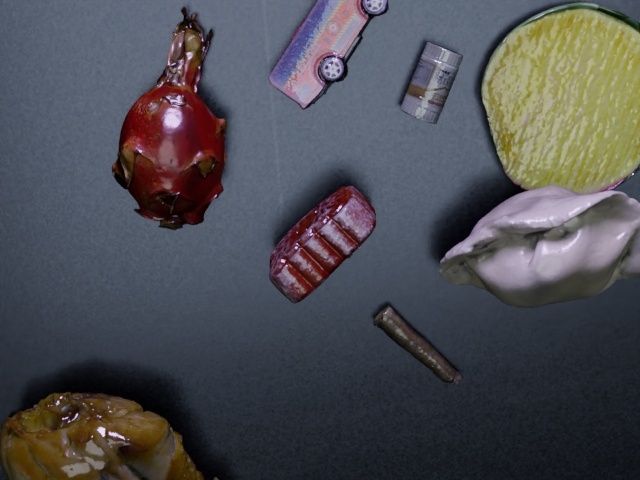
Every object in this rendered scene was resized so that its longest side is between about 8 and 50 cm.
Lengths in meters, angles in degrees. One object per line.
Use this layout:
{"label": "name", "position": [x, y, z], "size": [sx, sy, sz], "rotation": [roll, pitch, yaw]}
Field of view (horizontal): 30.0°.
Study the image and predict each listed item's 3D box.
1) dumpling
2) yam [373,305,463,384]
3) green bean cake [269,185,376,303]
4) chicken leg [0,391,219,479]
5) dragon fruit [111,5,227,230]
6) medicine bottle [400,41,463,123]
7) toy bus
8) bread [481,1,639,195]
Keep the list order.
{"label": "dumpling", "position": [0.254, 0.007, 1.347], "size": [0.250, 0.132, 0.162], "rotation": [-8, 142, 11]}
{"label": "yam", "position": [0.117, 0.133, 1.440], "size": [0.129, 0.027, 0.033], "rotation": [44, 60, -8]}
{"label": "green bean cake", "position": [0.000, 0.000, 1.350], "size": [0.135, 0.135, 0.056], "rotation": [-44, 100, 8]}
{"label": "chicken leg", "position": [-0.189, 0.321, 1.434], "size": [0.429, 0.153, 0.201], "rotation": [35, 113, -16]}
{"label": "dragon fruit", "position": [-0.161, -0.137, 1.336], "size": [0.125, 0.125, 0.246], "rotation": [10, 87, 10]}
{"label": "medicine bottle", "position": [0.127, -0.179, 1.355], "size": [0.047, 0.047, 0.083], "rotation": [21, 102, -6]}
{"label": "toy bus", "position": [0.018, -0.238, 1.331], "size": [0.077, 0.065, 0.192], "rotation": [33, 101, -1]}
{"label": "bread", "position": [0.292, -0.160, 1.371], "size": [0.228, 0.033, 0.229], "rotation": [-1, 105, -3]}
